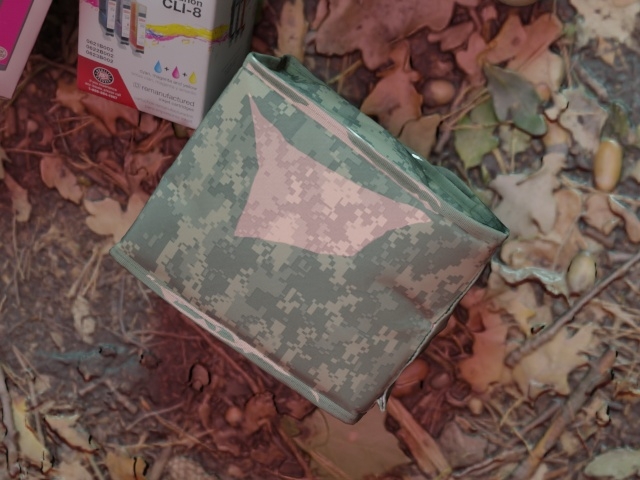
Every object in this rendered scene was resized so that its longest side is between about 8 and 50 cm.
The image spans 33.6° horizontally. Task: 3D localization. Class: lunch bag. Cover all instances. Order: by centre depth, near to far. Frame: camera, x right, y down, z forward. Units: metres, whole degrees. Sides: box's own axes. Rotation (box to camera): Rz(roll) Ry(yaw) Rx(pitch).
[{"bbox_3d":[0.000,0.000,0.979,0.287,0.169,0.235,38,105,6],"label":"lunch bag"}]

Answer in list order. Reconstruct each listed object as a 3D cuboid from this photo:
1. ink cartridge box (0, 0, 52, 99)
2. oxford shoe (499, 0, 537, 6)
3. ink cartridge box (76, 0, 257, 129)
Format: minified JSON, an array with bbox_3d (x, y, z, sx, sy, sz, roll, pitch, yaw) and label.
[{"bbox_3d":[-0.237,-0.305,0.885,0.069,0.176,0.371,9,141,-26],"label":"ink cartridge box"},{"bbox_3d":[0.069,-0.309,0.836,0.397,0.140,0.146,44,69,-36],"label":"oxford shoe"},{"bbox_3d":[-0.132,-0.218,0.947,0.128,0.127,0.176,20,132,7],"label":"ink cartridge box"}]
